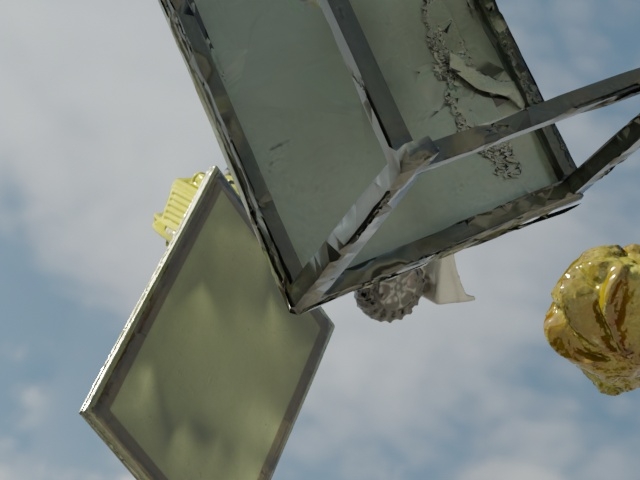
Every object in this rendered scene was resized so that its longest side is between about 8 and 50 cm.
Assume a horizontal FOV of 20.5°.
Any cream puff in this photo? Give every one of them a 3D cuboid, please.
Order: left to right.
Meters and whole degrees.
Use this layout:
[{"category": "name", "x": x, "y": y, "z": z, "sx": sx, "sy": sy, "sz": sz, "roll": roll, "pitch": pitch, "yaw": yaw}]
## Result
[{"category": "cream puff", "x": 0.136, "y": 0.035, "z": 0.779, "sx": 0.083, "sy": 0.058, "sz": 0.083, "roll": -8, "pitch": -24, "yaw": -25}]

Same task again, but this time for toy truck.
[{"category": "toy truck", "x": 0.000, "y": 0.000, "z": 1.492, "sx": 0.286, "sy": 0.111, "sz": 0.136, "roll": 4, "pitch": 14, "yaw": -33}]

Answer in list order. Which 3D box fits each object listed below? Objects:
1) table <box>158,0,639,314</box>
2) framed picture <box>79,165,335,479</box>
[{"category": "table", "x": 0.044, "y": -0.178, "z": 1.020, "sx": 0.222, "sy": 0.335, "sz": 0.272, "roll": -21, "pitch": -11, "yaw": -19}, {"category": "framed picture", "x": -0.068, "y": 0.085, "z": 1.197, "sx": 0.010, "sy": 0.231, "sz": 0.173, "roll": -11, "pitch": -52, "yaw": 34}]
